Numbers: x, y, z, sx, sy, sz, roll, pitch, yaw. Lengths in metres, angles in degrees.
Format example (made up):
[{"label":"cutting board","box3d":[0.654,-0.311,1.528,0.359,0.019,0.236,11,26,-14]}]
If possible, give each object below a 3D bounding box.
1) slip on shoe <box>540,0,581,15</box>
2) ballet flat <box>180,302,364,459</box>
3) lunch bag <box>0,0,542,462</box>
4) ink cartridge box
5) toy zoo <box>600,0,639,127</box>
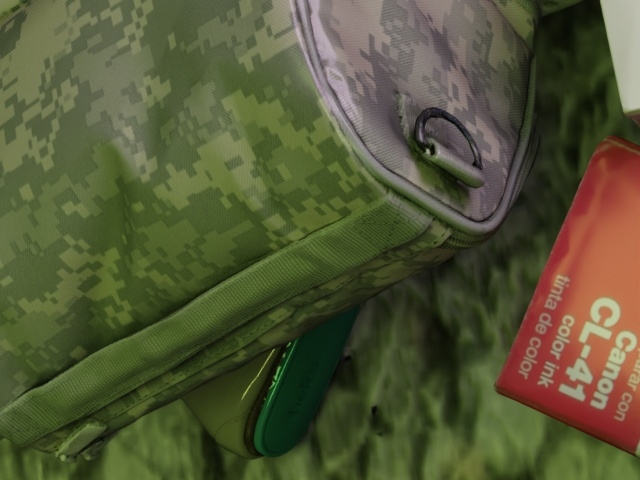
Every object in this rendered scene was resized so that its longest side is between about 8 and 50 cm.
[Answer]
[{"label":"slip on shoe","box3d":[0.006,-0.157,1.067,0.331,0.123,0.101,-13,46,22]},{"label":"ballet flat","box3d":[0.000,0.000,1.053,0.086,0.086,0.248,34,94,21]},{"label":"lunch bag","box3d":[-0.052,-0.056,0.911,0.305,0.212,0.256,-28,42,35]},{"label":"ink cartridge box","box3d":[0.259,0.079,0.866,0.306,0.226,0.131,26,91,22]},{"label":"toy zoo","box3d":[0.157,-0.132,0.899,0.030,0.293,0.192,-11,78,18]}]
